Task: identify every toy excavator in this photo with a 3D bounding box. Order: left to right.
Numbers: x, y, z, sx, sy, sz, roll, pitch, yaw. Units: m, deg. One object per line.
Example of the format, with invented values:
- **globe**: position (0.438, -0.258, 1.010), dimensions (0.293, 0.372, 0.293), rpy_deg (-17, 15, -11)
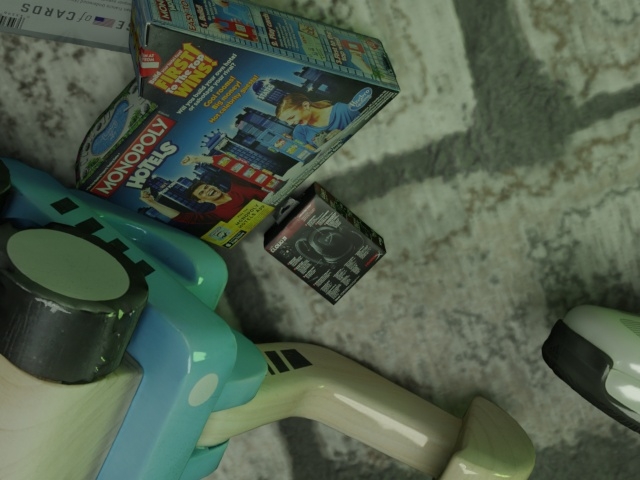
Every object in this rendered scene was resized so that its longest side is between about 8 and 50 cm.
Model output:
- **toy excavator**: position (-0.096, 0.095, 0.975), dimensions (0.433, 0.445, 0.222), rpy_deg (37, 114, 27)

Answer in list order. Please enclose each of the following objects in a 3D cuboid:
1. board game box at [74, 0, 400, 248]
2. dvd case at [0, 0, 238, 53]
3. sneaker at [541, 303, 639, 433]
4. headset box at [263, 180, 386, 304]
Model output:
- **board game box**: position (-0.080, -0.099, 0.922), dimensions (0.194, 0.060, 0.194), rpy_deg (25, 125, -39)
- **dvd case**: position (-0.119, -0.205, 0.841), dimensions (0.179, 0.030, 0.239), rpy_deg (8, 148, -25)
- **sneaker**: position (0.401, 0.048, 1.016), dimensions (0.447, 0.169, 0.258), rpy_deg (13, 104, -17)
- **headset box**: position (0.000, 0.000, 1.023), dimensions (0.083, 0.032, 0.062), rpy_deg (39, 106, -16)
